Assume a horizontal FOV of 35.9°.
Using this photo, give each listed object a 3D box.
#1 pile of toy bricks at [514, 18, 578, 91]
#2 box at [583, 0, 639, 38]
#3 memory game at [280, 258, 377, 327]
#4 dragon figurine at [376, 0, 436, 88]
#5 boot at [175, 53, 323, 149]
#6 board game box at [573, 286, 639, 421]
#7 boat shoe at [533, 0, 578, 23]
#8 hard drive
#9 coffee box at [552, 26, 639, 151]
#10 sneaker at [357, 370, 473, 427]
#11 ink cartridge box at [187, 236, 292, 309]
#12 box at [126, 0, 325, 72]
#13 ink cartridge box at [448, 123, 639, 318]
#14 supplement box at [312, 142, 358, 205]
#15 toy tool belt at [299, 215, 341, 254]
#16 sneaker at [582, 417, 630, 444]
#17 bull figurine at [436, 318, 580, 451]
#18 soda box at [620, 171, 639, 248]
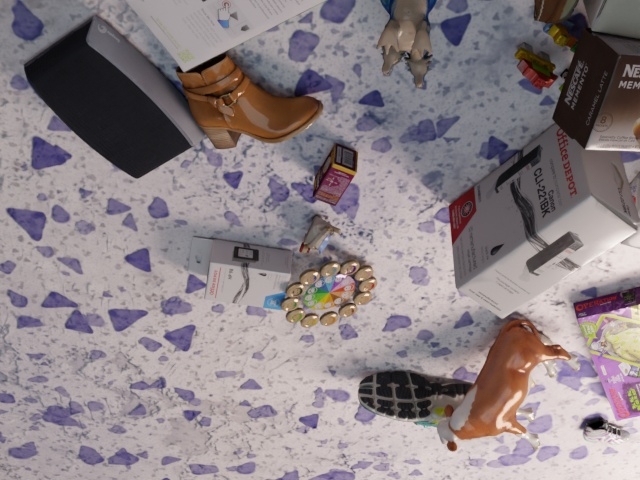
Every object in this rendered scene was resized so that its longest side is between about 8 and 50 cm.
[{"bbox_3d":[0.393,-0.235,1.408,0.212,0.105,0.118,22,132,-18],"label":"pile of toy bricks"},{"bbox_3d":[0.507,-0.332,1.279,0.311,0.148,0.121,9,135,-5],"label":"box"},{"bbox_3d":[0.016,0.098,1.782,0.186,0.012,0.186,-14,141,-12],"label":"memory game"},{"bbox_3d":[0.120,-0.336,1.333,0.085,0.144,0.289,3,116,2],"label":"dragon figurine"},{"bbox_3d":[-0.108,-0.218,1.472,0.197,0.073,0.152,-14,131,14],"label":"boot"},{"bbox_3d":[0.629,0.216,1.893,0.208,0.056,0.347,-18,131,14],"label":"board game box"},{"bbox_3d":[0.283,-0.431,1.220,0.120,0.122,0.324,4,127,6],"label":"boat shoe"},{"bbox_3d":[-0.310,-0.205,1.505,0.172,0.054,0.254,-26,128,25],"label":"hard drive"},{"bbox_3d":[0.457,-0.199,1.323,0.247,0.098,0.141,1,123,-19],"label":"coffee box"},{"bbox_3d":[0.203,0.342,2.003,0.275,0.107,0.110,13,143,-10],"label":"sneaker"},{"bbox_3d":[-0.147,0.060,1.759,0.180,0.060,0.104,8,136,-6],"label":"ink cartridge box"},{"bbox_3d":[-0.118,-0.384,1.319,0.322,0.058,0.232,-20,131,23],"label":"box"},{"bbox_3d":[0.339,-0.038,1.543,0.114,0.197,0.273,32,128,-26],"label":"ink cartridge box"},{"bbox_3d":[0.024,-0.106,1.590,0.043,0.055,0.083,20,132,-15],"label":"supplement box"},{"bbox_3d":[0.000,0.000,1.700,0.051,0.052,0.083,22,133,-7],"label":"toy tool belt"},{"bbox_3d":[0.605,0.397,2.079,0.098,0.038,0.069,-2,136,4],"label":"sneaker"},{"bbox_3d":[0.354,0.299,1.894,0.188,0.101,0.310,18,110,-20],"label":"bull figurine"},{"bbox_3d":[0.634,-0.020,1.622,0.286,0.091,0.098,15,134,-12],"label":"soda box"}]
